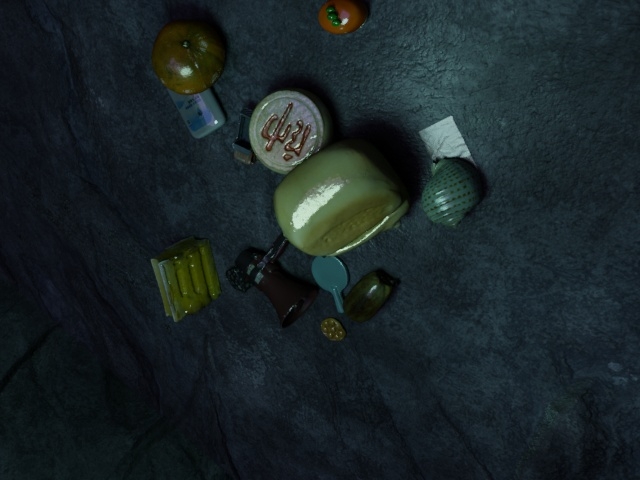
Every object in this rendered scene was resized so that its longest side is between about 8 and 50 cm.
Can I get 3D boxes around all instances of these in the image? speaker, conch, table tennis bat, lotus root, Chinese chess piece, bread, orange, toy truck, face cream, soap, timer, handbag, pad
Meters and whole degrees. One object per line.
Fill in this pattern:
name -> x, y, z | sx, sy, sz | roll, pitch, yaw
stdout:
speaker -> -0.172, 0.135, 1.865 | 0.329, 0.198, 0.259 | 45, 143, 12
conch -> 0.368, -0.131, 1.418 | 0.172, 0.131, 0.200 | -16, 111, 40
table tennis bat -> 0.048, 0.160, 1.835 | 0.153, 0.040, 0.244 | -10, 106, 35
lotus root -> 0.164, 0.202, 1.736 | 0.124, 0.123, 0.241 | 45, 127, 13
Chinese chess piece -> -0.091, -0.340, 1.543 | 0.270, 0.112, 0.270 | 3, 102, 16
bread -> 0.046, -0.125, 1.476 | 0.376, 0.348, 0.253 | -37, 58, 19
orange -> -0.421, -0.587, 1.569 | 0.240, 0.171, 0.240 | 0, 90, -8
toy truck -> -0.241, -0.355, 1.680 | 0.083, 0.092, 0.192 | 27, 127, 14
face cream -> -0.462, -0.534, 1.718 | 0.163, 0.080, 0.337 | -18, 106, 33
soap -> -0.559, 0.158, 2.052 | 0.143, 0.259, 0.281 | 12, 119, 32
timer -> 0.056, -0.613, 1.346 | 0.136, 0.136, 0.099 | -5, 119, 32
bread -> 0.051, 0.353, 1.947 | 0.110, 0.024, 0.110 | 15, 123, 25
handbag -> -0.350, 0.151, 2.052 | 0.139, 0.072, 0.115 | 1, 119, 44
pad -> 0.372, -0.255, 1.431 | 0.113, 0.006, 0.188 | -21, 104, 37
